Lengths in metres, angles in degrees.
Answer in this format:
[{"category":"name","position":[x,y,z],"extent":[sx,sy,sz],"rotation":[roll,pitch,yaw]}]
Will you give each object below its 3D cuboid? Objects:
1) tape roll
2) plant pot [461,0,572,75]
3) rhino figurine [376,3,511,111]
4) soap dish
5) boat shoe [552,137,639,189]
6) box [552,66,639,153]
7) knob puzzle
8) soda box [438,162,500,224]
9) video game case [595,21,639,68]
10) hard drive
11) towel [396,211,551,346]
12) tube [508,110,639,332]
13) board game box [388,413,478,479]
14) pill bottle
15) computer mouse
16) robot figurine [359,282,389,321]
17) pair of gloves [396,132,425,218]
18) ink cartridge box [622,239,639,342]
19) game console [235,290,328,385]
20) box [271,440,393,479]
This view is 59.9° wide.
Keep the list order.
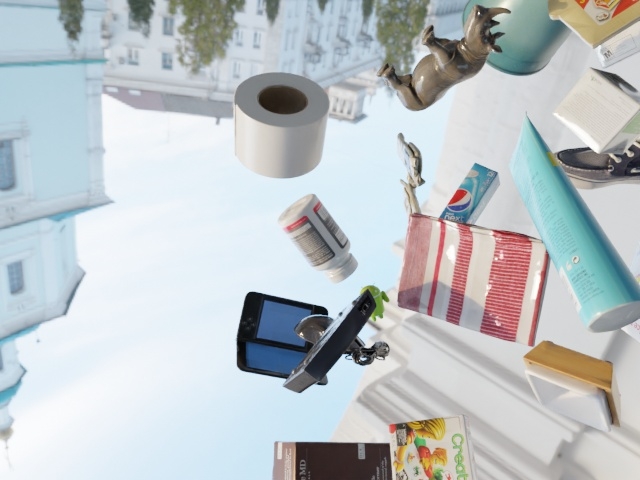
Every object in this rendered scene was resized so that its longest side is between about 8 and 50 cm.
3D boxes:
[{"category":"tape roll","position":[-0.104,-0.302,1.456],"extent":[0.246,0.169,0.246],"rotation":[4,-132,-4]},{"category":"plant pot","position":[0.530,-0.596,1.374],"extent":[0.272,0.255,0.271],"rotation":[5,-110,-12]},{"category":"rhino figurine","position":[0.202,-0.293,0.891],"extent":[0.106,0.243,0.073],"rotation":[40,-130,-18]},{"category":"soap dish","position":[0.711,0.404,1.548],"extent":[0.229,0.291,0.118],"rotation":[17,-115,41]},{"category":"boat shoe","position":[0.711,-0.214,1.303],"extent":[0.341,0.158,0.127],"rotation":[-2,-130,-7]},{"category":"box","position":[0.434,-0.194,0.842],"extent":[0.101,0.087,0.102],"rotation":[-8,-128,-42]},{"category":"knob puzzle","position":[0.422,-0.378,0.802],"extent":[0.213,0.213,0.030],"rotation":[35,180,40]},{"category":"soda box","position":[0.357,-0.082,1.368],"extent":[0.067,0.210,0.071],"rotation":[30,173,28]},{"category":"video game case","position":[0.549,-0.438,0.929],"extent":[0.042,0.210,0.232],"rotation":[-24,-179,-38]},{"category":"hard drive","position":[0.026,0.232,1.257],"extent":[0.054,0.172,0.254],"rotation":[42,-124,2]},{"category":"towel","position":[0.325,0.081,1.230],"extent":[0.329,0.237,0.037],"rotation":[15,-164,36]},{"category":"tube","position":[0.219,-0.019,0.505],"extent":[0.052,0.080,0.207],"rotation":[-10,-124,-7]},{"category":"board game box","position":[0.266,0.571,1.282],"extent":[0.193,0.053,0.305],"rotation":[-17,-124,24]},{"category":"pill bottle","position":[0.000,0.000,2.043],"extent":[0.176,0.318,0.176],"rotation":[-33,-163,12]},{"category":"computer mouse","position":[0.052,0.263,1.554],"extent":[0.272,0.072,0.188],"rotation":[16,-172,28]},{"category":"robot figurine","position":[0.157,0.187,1.692],"extent":[0.101,0.115,0.067],"rotation":[-18,-167,-15]},{"category":"pair of gloves","position":[0.256,-0.164,1.543],"extent":[0.042,0.240,0.204],"rotation":[-10,-152,-1]},{"category":"ink cartridge box","position":[0.840,0.102,1.312],"extent":[0.131,0.306,0.226],"rotation":[13,-168,1]},{"category":"game console","position":[-0.109,0.305,1.759],"extent":[0.293,0.250,0.173],"rotation":[14,168,-15]},{"category":"box","position":[0.059,0.673,1.588],"extent":[0.381,0.143,0.191],"rotation":[11,-113,-28]}]
